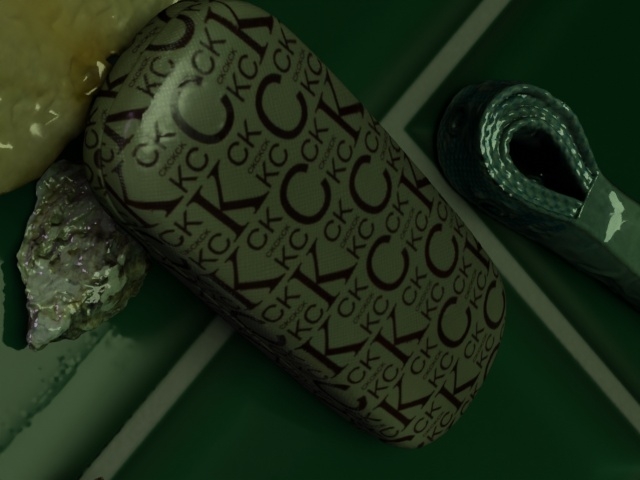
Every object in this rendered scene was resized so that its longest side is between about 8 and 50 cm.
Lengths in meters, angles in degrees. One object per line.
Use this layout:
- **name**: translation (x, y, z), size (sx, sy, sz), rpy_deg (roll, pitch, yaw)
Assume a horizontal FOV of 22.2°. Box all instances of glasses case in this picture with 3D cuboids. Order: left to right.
- **glasses case**: translation (0.000, 0.000, 0.935), size (0.354, 0.085, 0.137), rpy_deg (46, 70, -44)

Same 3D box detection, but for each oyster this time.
- **oyster**: translation (-0.135, 0.003, 0.933), size (0.098, 0.037, 0.100), rpy_deg (-19, 97, -29)

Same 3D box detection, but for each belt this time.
- **belt**: translation (0.207, -0.008, 1.108), size (0.302, 0.072, 0.087), rpy_deg (34, 75, -24)

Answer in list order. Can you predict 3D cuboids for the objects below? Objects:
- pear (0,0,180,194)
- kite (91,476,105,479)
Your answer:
- **pear**: translation (-0.244, -0.204, 0.774), size (0.340, 0.191, 0.386), rpy_deg (-54, 139, -24)
- **kite**: translation (-0.193, 0.219, 0.878), size (0.229, 0.016, 0.127), rpy_deg (-30, 88, -20)
